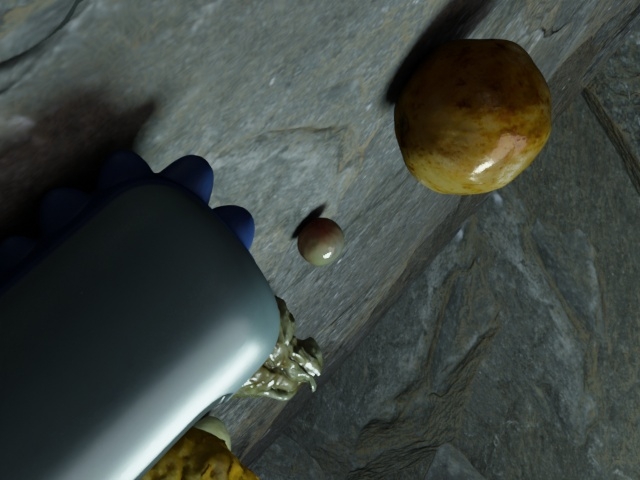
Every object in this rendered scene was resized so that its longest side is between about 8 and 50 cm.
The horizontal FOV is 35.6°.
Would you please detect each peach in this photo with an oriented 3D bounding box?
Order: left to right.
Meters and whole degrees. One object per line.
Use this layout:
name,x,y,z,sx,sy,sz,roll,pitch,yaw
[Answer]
peach,0.000,0.000,1.668,0.083,0.083,0.083,-43,168,-11

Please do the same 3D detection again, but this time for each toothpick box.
toothpick box,-0.199,0.083,0.911,0.354,0.263,0.263,-43,168,-14

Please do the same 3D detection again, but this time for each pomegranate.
pomegranate,0.223,-0.181,1.466,0.248,0.248,0.248,-43,168,-11

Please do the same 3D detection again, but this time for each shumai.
shumai,-0.095,0.230,1.787,0.218,0.185,0.184,-54,-179,-28

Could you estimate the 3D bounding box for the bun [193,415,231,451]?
bun,-0.288,0.503,2.279,0.193,0.128,0.178,-25,158,-54

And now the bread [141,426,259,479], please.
bread,-0.284,0.517,1.757,0.398,0.398,0.215,-37,175,-34
